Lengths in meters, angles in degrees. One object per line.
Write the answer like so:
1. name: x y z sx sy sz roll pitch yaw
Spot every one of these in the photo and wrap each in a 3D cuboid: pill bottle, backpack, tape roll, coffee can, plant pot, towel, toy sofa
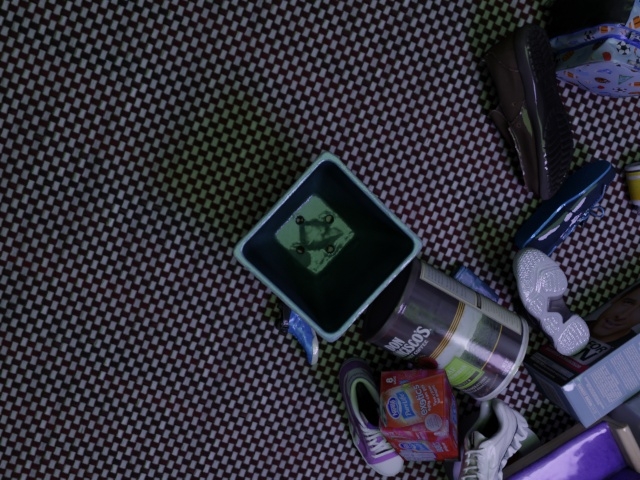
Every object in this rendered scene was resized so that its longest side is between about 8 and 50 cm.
1. pill bottle: 0.723 -0.116 1.307 0.065 0.065 0.117 -16 98 -5
2. backpack: 0.617 -0.403 1.174 0.263 0.276 0.213 7 100 -14
3. tape roll: 0.394 0.501 1.334 0.219 0.072 0.220 -1 97 -7
4. coffee can: 0.253 0.177 1.210 0.275 0.201 0.202 29 92 -6
5. plant pot: 0.000 0.000 1.141 0.247 0.252 0.248 43 90 -10
6. towel: 0.336 0.112 1.306 0.119 0.029 0.067 40 91 -8
7. toy sofa: 0.503 0.521 1.225 0.362 0.177 0.150 -30 100 -2

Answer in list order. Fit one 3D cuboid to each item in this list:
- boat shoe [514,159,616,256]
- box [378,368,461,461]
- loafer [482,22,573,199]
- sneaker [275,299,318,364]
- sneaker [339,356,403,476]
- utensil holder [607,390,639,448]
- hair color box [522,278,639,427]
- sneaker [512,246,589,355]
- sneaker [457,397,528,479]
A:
1. boat shoe: 0.542 -0.063 1.287 0.089 0.109 0.258 40 107 -16
2. box: 0.207 0.359 1.186 0.128 0.257 0.123 -6 57 17
3. loafer: 0.437 -0.264 1.245 0.133 0.130 0.366 -29 111 -37
4. sneaker: -0.054 0.195 1.253 0.084 0.058 0.152 -8 93 -11
5. sneaker: 0.111 0.402 1.246 0.102 0.161 0.282 -24 99 -3
6. utensil holder: 0.853 0.376 1.200 0.385 0.327 0.328 -28 99 0
7. hair color box: 0.654 0.226 1.276 0.374 0.185 0.114 -33 98 -2
8. sneaker: 0.459 0.117 1.254 0.101 0.153 0.269 -35 108 -2
9. sneaker: 0.321 0.455 1.183 0.118 0.110 0.292 48 58 -37
